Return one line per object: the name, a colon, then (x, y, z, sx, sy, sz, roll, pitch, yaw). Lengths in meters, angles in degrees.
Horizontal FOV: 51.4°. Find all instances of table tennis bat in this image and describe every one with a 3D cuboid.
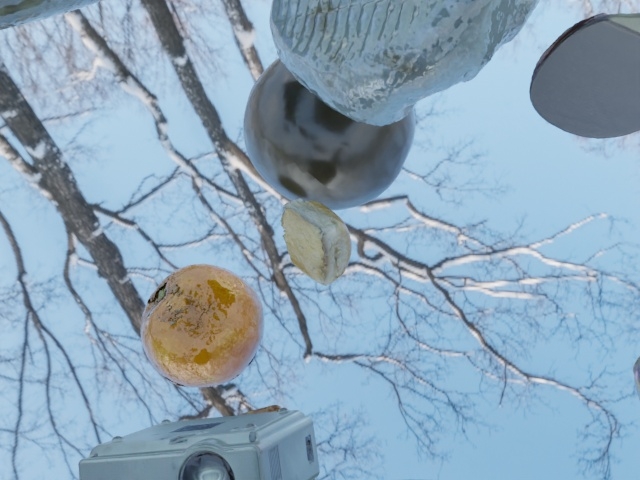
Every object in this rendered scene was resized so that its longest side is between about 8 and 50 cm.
table tennis bat: (0.351, -0.207, 0.733, 0.173, 0.301, 0.022, 20, -119, -6)

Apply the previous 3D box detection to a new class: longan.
longan: (0.009, -0.205, 1.204, 0.318, 0.319, 0.319, -7, -130, 8)

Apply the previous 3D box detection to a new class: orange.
orange: (-0.231, 0.170, 1.320, 0.246, 0.246, 0.246, -7, -130, 8)

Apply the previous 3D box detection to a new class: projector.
projector: (-0.089, 0.169, 0.508, 0.147, 0.115, 0.061, -10, -96, 18)

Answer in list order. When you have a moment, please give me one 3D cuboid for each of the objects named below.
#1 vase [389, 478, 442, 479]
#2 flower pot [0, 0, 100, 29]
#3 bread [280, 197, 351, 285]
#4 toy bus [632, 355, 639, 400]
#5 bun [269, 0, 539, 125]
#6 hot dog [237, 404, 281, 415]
vase: (0.131, 0.276, 0.569, 0.251, 0.301, 0.156, 15, -118, -8)
flower pot: (-0.354, -0.429, 0.832, 0.293, 0.294, 0.330, 27, -127, 30)
bread: (-0.001, -0.001, 1.036, 0.082, 0.125, 0.106, -32, -136, -33)
toy bus: (0.314, 0.114, 0.361, 0.268, 0.106, 0.092, 25, -156, -3)
bun: (0.102, -0.299, 0.816, 0.354, 0.194, 0.355, -15, -118, 30)
hot dog: (-0.094, 0.270, 0.990, 0.083, 0.021, 0.037, -10, -103, -18)
